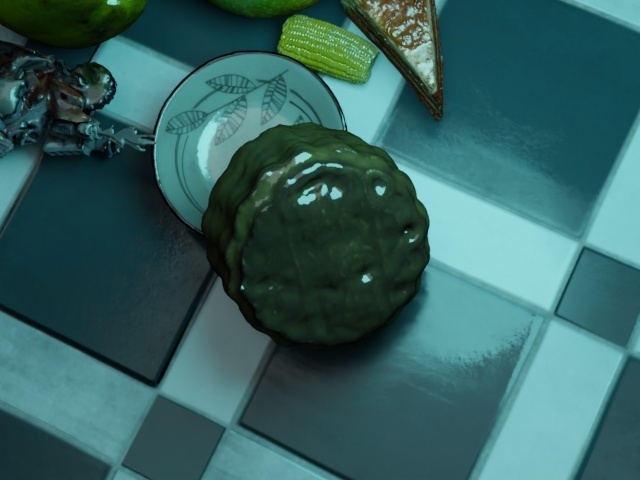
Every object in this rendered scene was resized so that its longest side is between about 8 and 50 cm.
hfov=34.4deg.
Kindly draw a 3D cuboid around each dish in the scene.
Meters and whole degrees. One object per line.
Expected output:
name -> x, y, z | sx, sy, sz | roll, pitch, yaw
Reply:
dish -> -0.108, -0.138, 1.650 | 0.317, 0.106, 0.316 | -1, 80, 5

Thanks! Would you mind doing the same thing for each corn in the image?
corn -> 0.012, -0.312, 1.696 | 0.165, 0.063, 0.085 | 23, 97, 9

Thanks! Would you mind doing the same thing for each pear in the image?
pear -> -0.425, -0.438, 1.668 | 0.321, 0.269, 0.269 | 18, 78, 33

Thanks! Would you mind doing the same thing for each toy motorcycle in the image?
toy motorcycle -> -0.433, -0.207, 1.682 | 0.401, 0.134, 0.207 | 15, 79, 11

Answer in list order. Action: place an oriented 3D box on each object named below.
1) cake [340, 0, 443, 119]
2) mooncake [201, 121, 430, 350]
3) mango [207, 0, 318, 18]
cake -> 0.110, -0.329, 1.648 | 0.160, 0.158, 0.261 | -5, 77, 9
mooncake -> 0.000, -0.002, 1.487 | 0.324, 0.187, 0.323 | -7, 112, -17
mango -> -0.142, -0.483, 1.686 | 0.382, 0.201, 0.225 | 13, 85, 12
